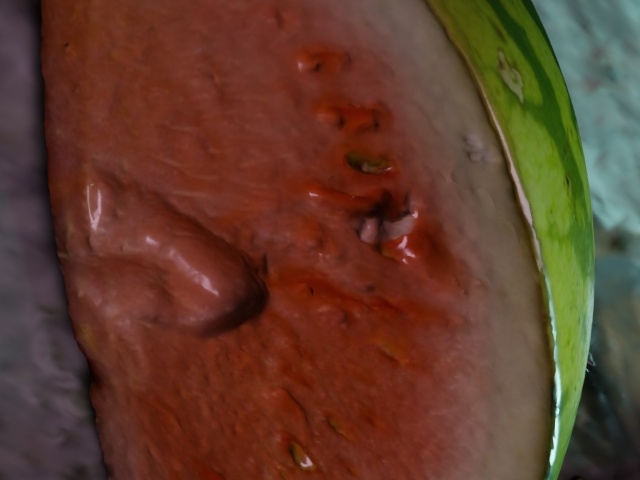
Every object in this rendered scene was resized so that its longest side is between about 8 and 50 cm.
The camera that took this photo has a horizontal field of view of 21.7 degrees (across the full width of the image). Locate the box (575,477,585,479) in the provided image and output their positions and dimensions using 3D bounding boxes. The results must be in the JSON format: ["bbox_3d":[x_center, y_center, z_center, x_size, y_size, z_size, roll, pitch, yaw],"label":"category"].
[{"bbox_3d":[0.065,0.245,0.601,0.274,0.174,0.076,-48,125,5],"label":"box"}]

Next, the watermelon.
[{"bbox_3d":[0.020,-0.011,0.505,0.128,0.159,0.303,-45,140,-47],"label":"watermelon"}]
